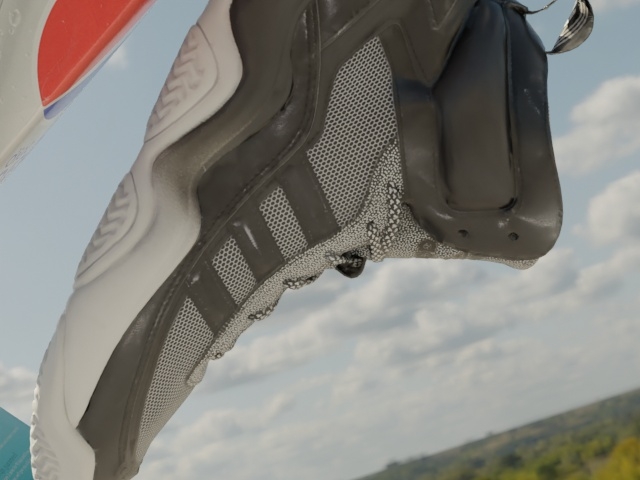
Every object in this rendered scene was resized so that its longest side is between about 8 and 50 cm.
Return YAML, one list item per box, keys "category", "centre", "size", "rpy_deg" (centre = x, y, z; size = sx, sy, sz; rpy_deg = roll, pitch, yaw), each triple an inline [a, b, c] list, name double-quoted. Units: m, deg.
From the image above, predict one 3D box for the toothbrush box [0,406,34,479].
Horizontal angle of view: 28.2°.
- category: "toothbrush box"
  centre: [-0.290, 0.192, 0.792]
  size: [0.216, 0.295, 0.126]
  rpy_deg: [-56, 4, 12]

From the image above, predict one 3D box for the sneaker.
- category: "sneaker"
  centre: [0.000, 0.000, 0.480]
  size: [0.153, 0.269, 0.101]
  rpy_deg: [25, 6, -6]

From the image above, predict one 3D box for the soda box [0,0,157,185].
- category: "soda box"
  centre: [-0.095, -0.107, 0.422]
  size: [0.286, 0.098, 0.091]
  rpy_deg: [-47, 10, 10]
